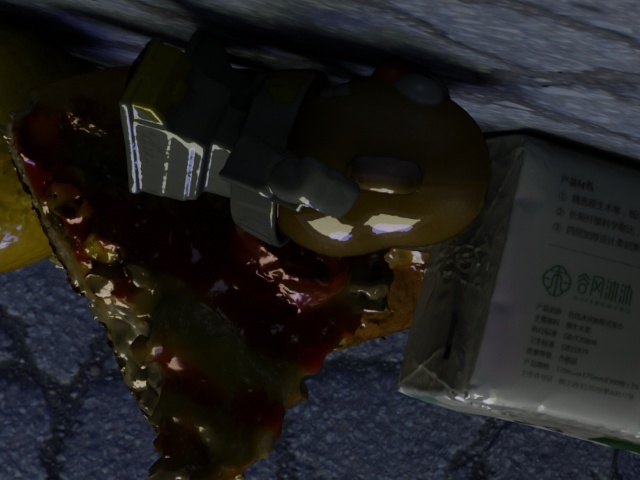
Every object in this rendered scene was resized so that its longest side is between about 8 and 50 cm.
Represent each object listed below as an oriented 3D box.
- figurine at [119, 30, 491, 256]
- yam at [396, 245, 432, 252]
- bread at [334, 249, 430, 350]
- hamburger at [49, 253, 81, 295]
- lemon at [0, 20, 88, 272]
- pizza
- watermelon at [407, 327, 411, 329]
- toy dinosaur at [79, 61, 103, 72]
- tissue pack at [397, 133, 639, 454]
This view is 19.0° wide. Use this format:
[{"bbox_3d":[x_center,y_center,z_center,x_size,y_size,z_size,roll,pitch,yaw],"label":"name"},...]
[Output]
[{"bbox_3d":[-0.001,-0.073,1.554,0.285,0.167,0.342,17,-147,12],"label":"figurine"},{"bbox_3d":[0.042,-0.053,1.972,0.238,0.129,0.128,6,-145,41],"label":"yam"},{"bbox_3d":[-0.004,-0.004,2.185,0.195,0.148,0.344,-18,-153,-21],"label":"bread"},{"bbox_3d":[-0.196,-0.057,1.997,0.139,0.243,0.261,42,-175,-25],"label":"hamburger"},{"bbox_3d":[-0.326,-0.091,1.816,0.253,0.253,0.310,13,-170,4],"label":"lemon"},{"bbox_3d":[-0.069,0.045,1.702,0.440,0.406,0.130,6,168,-24],"label":"pizza"},{"bbox_3d":[0.088,0.023,2.411,0.188,0.188,0.215,15,168,-19],"label":"watermelon"},{"bbox_3d":[-0.252,-0.159,2.015,0.096,0.059,0.132,-11,164,39],"label":"toy dinosaur"},{"bbox_3d":[0.285,0.066,1.848,0.356,0.266,0.194,16,175,-20],"label":"tissue pack"}]
